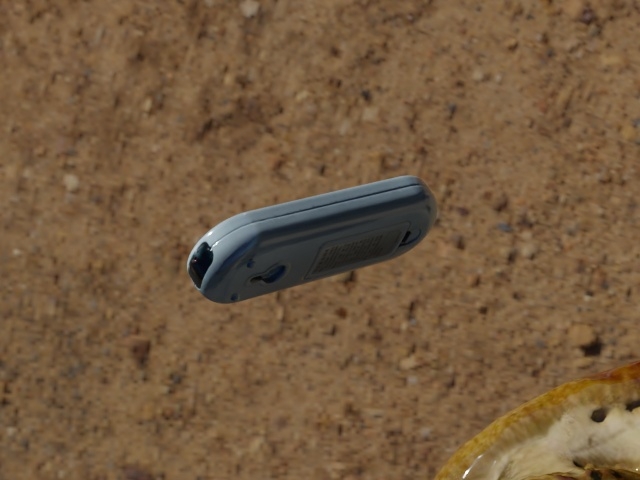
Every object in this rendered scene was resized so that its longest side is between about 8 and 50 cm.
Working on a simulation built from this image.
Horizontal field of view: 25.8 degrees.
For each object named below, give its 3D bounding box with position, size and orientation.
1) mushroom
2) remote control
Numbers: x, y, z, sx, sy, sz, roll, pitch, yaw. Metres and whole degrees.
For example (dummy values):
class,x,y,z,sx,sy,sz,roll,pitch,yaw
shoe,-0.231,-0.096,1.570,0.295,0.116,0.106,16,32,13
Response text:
class,x,y,z,sx,sy,sz,roll,pitch,yaw
mushroom,0.247,0.241,1.044,0.345,0.259,0.345,-5,65,10
remote control,0.000,0.000,1.159,0.047,0.244,0.087,57,141,24
